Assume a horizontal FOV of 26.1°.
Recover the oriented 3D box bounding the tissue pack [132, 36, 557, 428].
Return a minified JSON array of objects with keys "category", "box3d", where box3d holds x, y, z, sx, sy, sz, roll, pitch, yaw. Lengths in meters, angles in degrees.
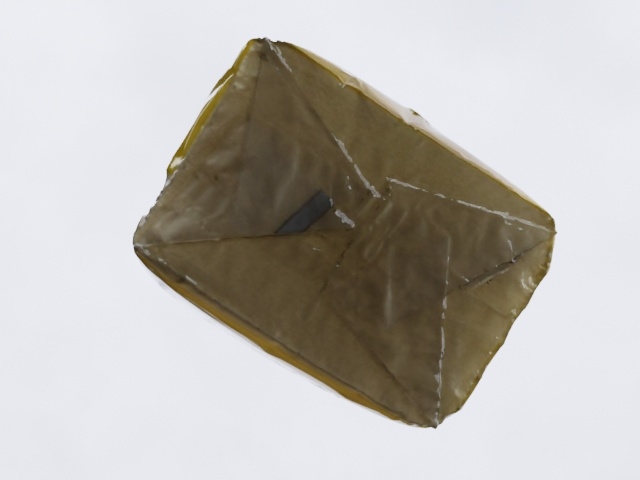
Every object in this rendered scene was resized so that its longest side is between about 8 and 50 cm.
[{"category":"tissue pack","box3d":[0.000,0.000,1.207,0.293,0.228,0.382,33,-4,-4]}]
